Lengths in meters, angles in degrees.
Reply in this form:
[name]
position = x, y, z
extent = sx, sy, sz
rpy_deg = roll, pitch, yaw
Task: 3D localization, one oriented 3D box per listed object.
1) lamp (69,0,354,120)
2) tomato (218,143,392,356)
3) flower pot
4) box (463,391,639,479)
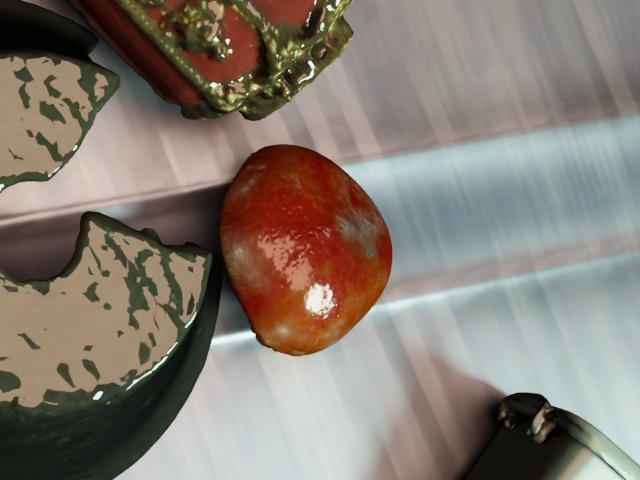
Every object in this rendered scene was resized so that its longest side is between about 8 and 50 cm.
[lamp]
position = -0.099, -0.211, 1.334
extent = 0.274, 0.177, 0.177
rpy_deg = 46, 72, -11
[tomato]
position = 0.000, 0.000, 1.373
extent = 0.156, 0.069, 0.155
rpy_deg = 21, 61, -46
[flower pot]
position = -0.218, 0.011, 1.230
extent = 0.379, 0.251, 0.379
rpy_deg = 1, 88, -21
[box]
position = 0.201, 0.237, 1.421
extent = 0.243, 0.163, 0.135
rpy_deg = 41, 82, -14
